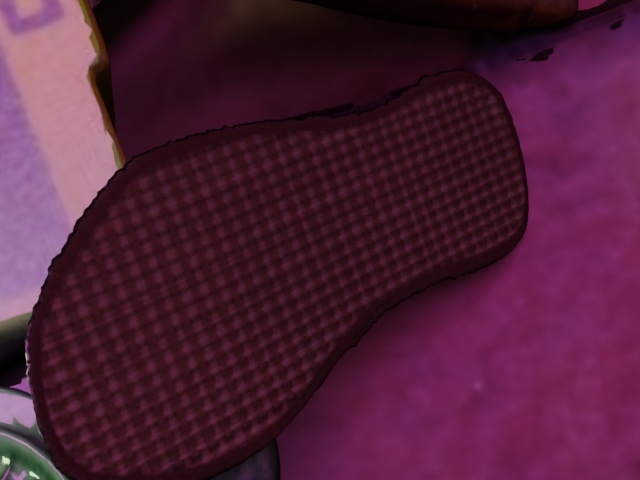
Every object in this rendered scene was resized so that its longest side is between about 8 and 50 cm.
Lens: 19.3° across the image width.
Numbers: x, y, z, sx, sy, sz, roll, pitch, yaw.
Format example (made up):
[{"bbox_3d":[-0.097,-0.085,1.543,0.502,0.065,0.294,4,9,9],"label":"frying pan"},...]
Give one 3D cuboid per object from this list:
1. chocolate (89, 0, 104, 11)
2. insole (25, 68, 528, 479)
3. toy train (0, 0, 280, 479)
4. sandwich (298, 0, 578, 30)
[{"bbox_3d":[-0.068,-0.151,0.653,0.329,0.065,0.102,-45,96,-15],"label":"chocolate"},{"bbox_3d":[0.000,0.000,0.532,0.005,0.253,0.086,-10,101,35],"label":"insole"},{"bbox_3d":[-0.205,0.064,0.508,0.368,0.150,0.237,-20,81,-9],"label":"toy train"},{"bbox_3d":[-0.003,-0.119,0.569,0.096,0.258,0.094,18,97,29],"label":"sandwich"}]
